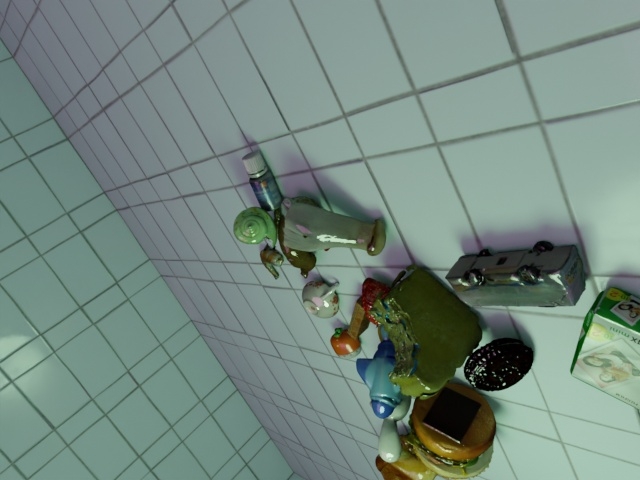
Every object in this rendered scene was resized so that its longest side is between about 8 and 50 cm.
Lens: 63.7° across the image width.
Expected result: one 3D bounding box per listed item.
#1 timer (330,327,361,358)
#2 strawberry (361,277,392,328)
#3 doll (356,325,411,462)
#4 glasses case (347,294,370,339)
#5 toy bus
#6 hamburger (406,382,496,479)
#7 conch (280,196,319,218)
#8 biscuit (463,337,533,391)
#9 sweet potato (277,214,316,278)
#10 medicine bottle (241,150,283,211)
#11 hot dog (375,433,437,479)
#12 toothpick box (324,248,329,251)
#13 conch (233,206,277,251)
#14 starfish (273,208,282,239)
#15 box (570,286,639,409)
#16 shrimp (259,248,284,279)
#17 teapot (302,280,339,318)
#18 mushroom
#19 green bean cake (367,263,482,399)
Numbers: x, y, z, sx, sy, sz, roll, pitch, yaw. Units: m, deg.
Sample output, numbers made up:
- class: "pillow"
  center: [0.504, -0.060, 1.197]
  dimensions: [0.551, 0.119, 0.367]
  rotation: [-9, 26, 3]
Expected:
- class: "timer"
  center: [0.090, 0.396, 2.016]
  dimensions: [0.136, 0.099, 0.136]
  rotation: [20, 136, 21]
- class: "strawberry"
  center: [0.189, 0.197, 1.661]
  dimensions: [0.148, 0.131, 0.131]
  rotation: [48, 150, -13]
- class: "doll"
  center: [0.222, 0.485, 1.748]
  dimensions: [0.376, 0.187, 0.365]
  rotation: [-112, 12, -60]
- class: "glasses case"
  center: [0.147, 0.266, 1.830]
  dimensions: [0.049, 0.075, 0.218]
  rotation: [39, 147, 21]
- class: "toy bus"
  center: [0.460, 0.091, 1.224]
  dimensions: [0.317, 0.112, 0.137]
  rotation: [-7, 122, 55]
- class: "hamburger"
  center: [0.428, 0.624, 1.675]
  dimensions: [0.291, 0.291, 0.225]
  rotation: [27, 138, 33]
- class: "conch"
  center: [-0.049, -0.086, 1.682]
  dimensions: [0.173, 0.106, 0.116]
  rotation: [26, 123, 31]
- class: "biscuit"
  center: [0.484, 0.341, 1.402]
  dimensions: [0.053, 0.195, 0.194]
  rotation: [-110, 7, -52]
- class: "sweet potato"
  center: [-0.084, 0.019, 1.793]
  dimensions: [0.098, 0.124, 0.309]
  rotation: [-4, 121, 24]
- class: "medicine bottle"
  center: [-0.199, -0.202, 1.760]
  dimensions: [0.084, 0.083, 0.203]
  rotation: [10, 130, 47]
- class: "hot dog"
  center: [0.360, 0.939, 2.174]
  dimensions: [0.223, 0.185, 0.405]
  rotation: [37, 147, 18]
- class: "toothpick box"
  center: [0.000, 0.000, 1.759]
  dimensions: [0.083, 0.047, 0.047]
  rotation: [31, 144, 27]
- class: "conch"
  center: [-0.209, -0.025, 1.799]
  dimensions: [0.144, 0.137, 0.250]
  rotation: [9, 163, 16]
- class: "starfish"
  center: [-0.138, -0.045, 1.897]
  dimensions: [0.217, 0.050, 0.223]
  rotation: [26, 147, 21]
- class: "box"
  center: [0.664, 0.235, 1.122]
  dimensions: [0.180, 0.103, 0.250]
  rotation: [25, 142, 33]
- class: "shrimp"
  center: [-0.188, 0.108, 2.114]
  dimensions: [0.161, 0.049, 0.166]
  rotation: [19, 138, 44]
- class: "teapot"
  center: [0.004, 0.222, 1.951]
  dimensions: [0.159, 0.116, 0.245]
  rotation: [60, 143, 5]
- class: "mushroom"
  center: [0.038, -0.024, 1.558]
  dimensions: [0.329, 0.122, 0.159]
  rotation: [11, 147, 16]
- class: "green bean cake"
  center: [0.266, 0.271, 1.491]
  dimensions: [0.310, 0.285, 0.202]
  rotation: [47, 154, 11]
